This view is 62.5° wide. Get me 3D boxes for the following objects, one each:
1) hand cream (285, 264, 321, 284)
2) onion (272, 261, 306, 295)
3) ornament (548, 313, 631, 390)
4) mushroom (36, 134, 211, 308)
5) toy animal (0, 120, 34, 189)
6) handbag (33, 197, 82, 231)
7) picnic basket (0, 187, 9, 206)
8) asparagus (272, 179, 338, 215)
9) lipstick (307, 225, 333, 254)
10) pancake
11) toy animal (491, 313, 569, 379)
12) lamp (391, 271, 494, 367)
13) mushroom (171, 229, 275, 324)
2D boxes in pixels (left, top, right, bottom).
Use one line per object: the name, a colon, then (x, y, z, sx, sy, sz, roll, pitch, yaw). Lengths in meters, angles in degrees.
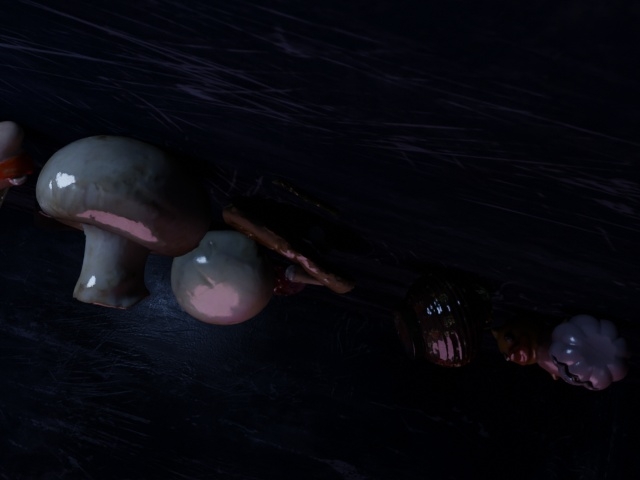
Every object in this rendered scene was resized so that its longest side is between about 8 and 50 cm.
hand cream: (-0.022, 0.094, 1.335, 0.143, 0.039, 0.061, 16, -173, -29)
onion: (-0.191, 0.143, 2.036, 0.227, 0.120, 0.283, 2, 163, 36)
ornament: (0.639, 0.267, 1.262, 0.177, 0.178, 0.177, 16, 169, 3)
mushroom: (-0.349, -0.028, 0.924, 0.297, 0.290, 0.297, 15, 170, 3)
toy animal: (-0.673, -0.179, 1.045, 0.171, 0.171, 0.197, 5, 156, 48)
handbag: (-0.890, -0.095, 1.898, 0.256, 0.114, 0.285, 16, 164, -28)
picnic basket: (-0.926, -0.163, 1.298, 0.175, 0.228, 0.313, 18, 169, 8)
asparagus: (-0.025, -0.078, 0.935, 0.162, 0.016, 0.016, 27, -168, -42)
lipstick: (0.000, 0.000, 1.216, 0.040, 0.040, 0.141, 14, 169, 13)
pancake: (-0.071, 0.019, 1.205, 0.356, 0.065, 0.356, 31, 175, 3)
toy animal: (0.615, 0.285, 1.458, 0.281, 0.196, 0.169, 7, -154, 25)
lamp: (0.299, 0.190, 1.275, 0.246, 0.247, 0.247, 16, 169, 3)
mushroom: (-0.316, 0.115, 1.597, 0.356, 0.315, 0.315, -4, 158, 42)
